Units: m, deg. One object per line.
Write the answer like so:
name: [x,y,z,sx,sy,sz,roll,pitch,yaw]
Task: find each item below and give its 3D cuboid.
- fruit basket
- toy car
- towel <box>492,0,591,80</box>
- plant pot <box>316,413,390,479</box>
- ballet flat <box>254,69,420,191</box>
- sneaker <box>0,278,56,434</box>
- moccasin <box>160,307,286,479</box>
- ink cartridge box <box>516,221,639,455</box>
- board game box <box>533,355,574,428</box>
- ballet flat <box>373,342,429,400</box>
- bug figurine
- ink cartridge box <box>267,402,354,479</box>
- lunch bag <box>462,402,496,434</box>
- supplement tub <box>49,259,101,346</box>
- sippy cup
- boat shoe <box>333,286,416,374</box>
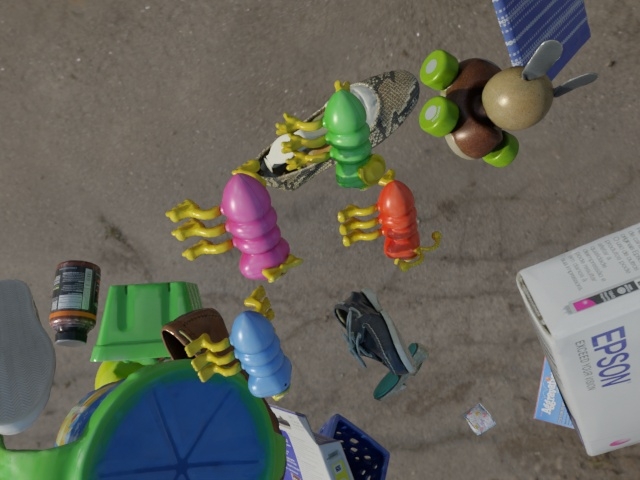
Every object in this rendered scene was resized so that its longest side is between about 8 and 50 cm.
fruit basket: [-0.408,0.286,1.354,0.283,0.392,0.391,-3,117,-7]
toy car: [0.252,-0.200,0.736,0.155,0.148,0.188,17,157,-32]
towel: [0.343,-0.422,0.907,0.040,0.243,0.335,10,139,50]
plant pot: [0.045,0.718,1.718,0.236,0.235,0.212,40,130,-12]
ballet flat: [0.015,-0.263,1.377,0.483,0.182,0.163,-29,76,30]
sneaker: [-0.451,0.207,0.842,0.108,0.292,0.169,-10,127,-24]
moccasin: [-0.188,0.316,1.071,0.139,0.147,0.379,-22,91,39]
ink cartridge box: [0.354,0.062,0.451,0.330,0.071,0.324,-24,138,15]
board game box: [0.439,0.195,0.897,0.145,0.027,0.281,10,119,22]
ballet flat: [0.191,0.313,1.289,0.052,0.057,0.168,37,94,-19]
bug figurine: [0.000,0.000,0.472,0.072,0.279,0.216,21,142,41]
ink cartridge box: [-0.027,0.519,1.304,0.304,0.072,0.306,-16,92,61]
lunch bag: [0.500,0.566,1.749,0.071,0.083,0.053,-32,119,-5]
supplement tub: [-0.593,0.154,1.346,0.106,0.197,0.106,-3,157,-1]
sippy cup: [-0.211,0.262,0.681,0.224,0.240,0.305,-13,125,49]
boat shoe: [0.072,0.137,0.835,0.079,0.254,0.095,-23,109,-3]
